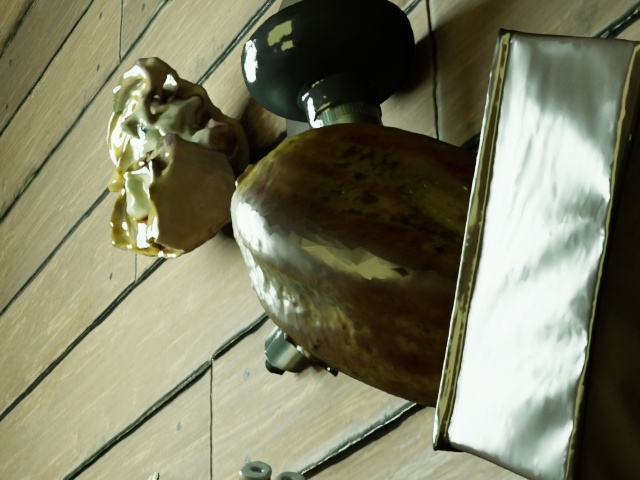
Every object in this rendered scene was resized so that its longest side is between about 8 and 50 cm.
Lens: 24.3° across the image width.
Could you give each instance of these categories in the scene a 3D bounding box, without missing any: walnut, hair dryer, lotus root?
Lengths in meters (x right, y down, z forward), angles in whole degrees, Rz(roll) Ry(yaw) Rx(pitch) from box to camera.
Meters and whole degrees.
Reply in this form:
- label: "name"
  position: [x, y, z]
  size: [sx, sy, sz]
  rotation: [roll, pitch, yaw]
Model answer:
- label: "walnut"
  position: [-0.156, -0.071, 1.630]
  size: [0.238, 0.141, 0.204]
  rotation: [-112, 32, -45]
- label: "hair dryer"
  position: [-0.016, -0.015, 1.326]
  size: [0.284, 0.156, 0.320]
  rotation: [-29, 61, 43]
- label: "lotus root"
  position: [0.053, 0.019, 1.100]
  size: [0.291, 0.193, 0.193]
  rotation: [22, 99, 33]

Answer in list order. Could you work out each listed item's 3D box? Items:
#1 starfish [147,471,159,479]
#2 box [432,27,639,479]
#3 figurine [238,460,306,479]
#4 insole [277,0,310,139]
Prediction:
- label: "starfish"
  position: [-0.165, 0.329, 1.553]
  size: [0.176, 0.053, 0.208]
  rotation: [-59, 34, 30]
- label: "box"
  position: [0.188, 0.021, 0.849]
  size: [0.153, 0.188, 0.252]
  rotation: [15, 93, 63]
- label: "figurine"
  position: [-0.066, 0.325, 1.282]
  size: [0.143, 0.143, 0.271]
  rotation: [19, 94, 63]
- label: "insole"
  position: [-0.012, -0.147, 1.527]
  size: [0.111, 0.007, 0.328]
  rotation: [-54, 35, 36]
